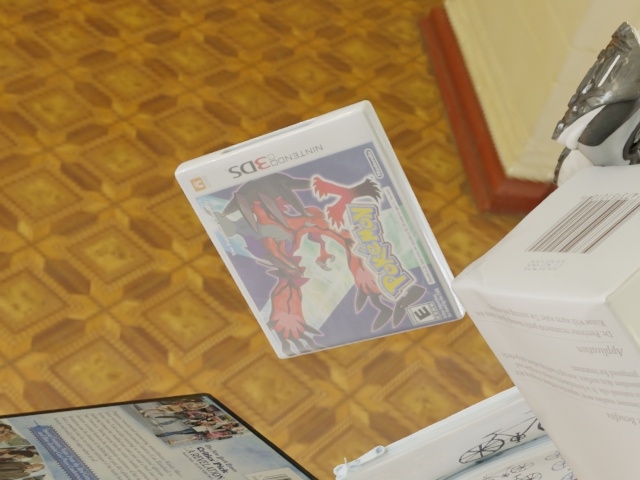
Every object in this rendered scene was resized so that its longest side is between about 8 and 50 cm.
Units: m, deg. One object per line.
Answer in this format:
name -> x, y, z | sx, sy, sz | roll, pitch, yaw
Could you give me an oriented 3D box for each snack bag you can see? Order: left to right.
snack bag -> 0.216, 0.285, 1.360 | 0.323, 0.342, 0.037 | -26, 55, 8

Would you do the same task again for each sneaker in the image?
sneaker -> 0.246, -0.082, 0.826 | 0.108, 0.100, 0.271 | 33, -2, 19

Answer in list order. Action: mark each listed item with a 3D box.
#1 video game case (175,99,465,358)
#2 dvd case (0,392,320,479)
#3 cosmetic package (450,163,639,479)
video game case -> 0.000, 0.000, 0.884 | 0.183, 0.201, 0.023 | -16, 25, 28
dvd case -> -0.136, 0.144, 0.637 | 0.253, 0.022, 0.180 | -2, 16, -35
cosmetic package -> 0.283, 0.142, 0.726 | 0.156, 0.217, 0.385 | -38, 102, -14
